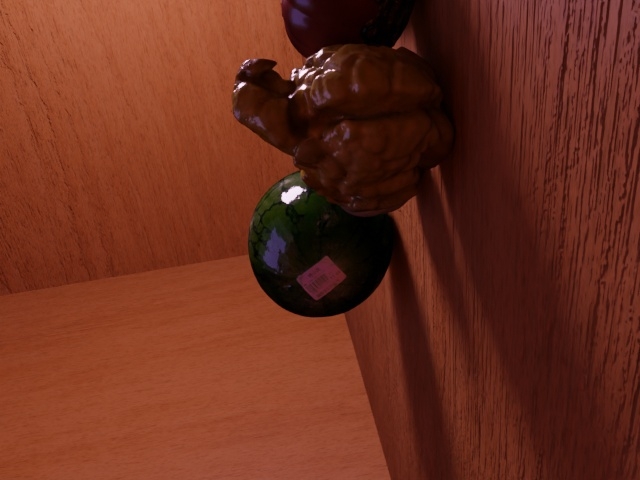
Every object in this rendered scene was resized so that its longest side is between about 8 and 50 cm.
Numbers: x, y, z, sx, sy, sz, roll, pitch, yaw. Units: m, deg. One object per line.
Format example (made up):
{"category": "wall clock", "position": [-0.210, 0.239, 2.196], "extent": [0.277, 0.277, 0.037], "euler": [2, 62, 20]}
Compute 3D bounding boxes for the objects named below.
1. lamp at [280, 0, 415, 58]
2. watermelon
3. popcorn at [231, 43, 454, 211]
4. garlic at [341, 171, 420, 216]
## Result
{"category": "lamp", "position": [0.032, -0.371, 1.050], "extent": [0.227, 0.226, 0.227], "euler": [171, 90, -86]}
{"category": "watermelon", "position": [0.000, 0.000, 1.596], "extent": [0.363, 0.362, 0.364], "euler": [171, 90, -86]}
{"category": "popcorn", "position": [0.039, -0.163, 0.987], "extent": [0.265, 0.332, 0.225], "euler": [-9, 70, 64]}
{"category": "garlic", "position": [0.107, -0.128, 1.235], "extent": [0.143, 0.177, 0.230], "euler": [46, -142, -35]}
